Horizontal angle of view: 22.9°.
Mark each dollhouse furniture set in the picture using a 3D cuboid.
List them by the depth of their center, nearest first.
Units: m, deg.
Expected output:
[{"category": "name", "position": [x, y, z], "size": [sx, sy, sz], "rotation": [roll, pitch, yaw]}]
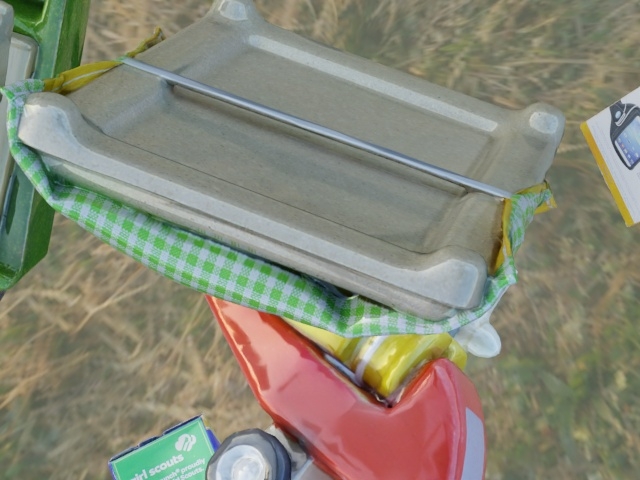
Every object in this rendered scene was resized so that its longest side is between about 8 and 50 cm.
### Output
[{"category": "dollhouse furniture set", "position": [-0.079, -0.006, 0.576], "size": [0.301, 0.197, 0.151], "rotation": [21, 113, 9]}]

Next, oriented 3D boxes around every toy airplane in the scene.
[{"category": "toy airplane", "position": [0.000, 0.000, 1.152], "size": [0.272, 0.386, 0.384], "rotation": [-33, 104, 9]}]

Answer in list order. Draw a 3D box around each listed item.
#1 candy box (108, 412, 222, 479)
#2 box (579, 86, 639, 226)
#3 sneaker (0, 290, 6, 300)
[{"category": "candy box", "position": [-0.083, 0.380, 1.608], "size": [0.122, 0.268, 0.317], "rotation": [-26, 53, -4]}, {"category": "box", "position": [0.226, -0.062, 1.049], "size": [0.028, 0.136, 0.081], "rotation": [-23, 86, -20]}, {"category": "sneaker", "position": [-0.352, 0.072, 1.311], "size": [0.087, 0.221, 0.083], "rotation": [33, 116, 7]}]
